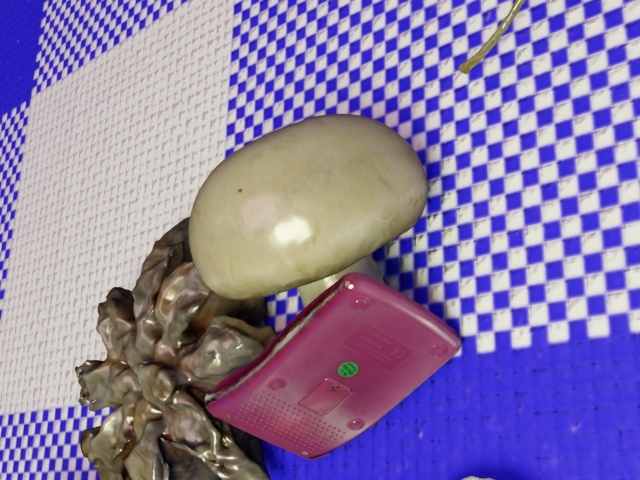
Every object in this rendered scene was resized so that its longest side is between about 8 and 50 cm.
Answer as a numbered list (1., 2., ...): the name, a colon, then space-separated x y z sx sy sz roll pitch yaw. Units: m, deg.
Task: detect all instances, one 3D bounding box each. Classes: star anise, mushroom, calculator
1. star anise: -0.142 0.128 0.849 0.331 0.117 0.332 -12 71 38
2. mushroom: 0.000 0.000 0.720 0.204 0.204 0.204 -17 65 41
3. calculator: 0.009 0.109 0.692 0.190 0.126 0.034 -43 29 28

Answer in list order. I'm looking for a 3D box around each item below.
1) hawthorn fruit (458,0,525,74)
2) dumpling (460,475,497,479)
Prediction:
1. hawthorn fruit: 0.178 -0.253 0.641 0.165 0.165 0.286 33 110 46
2. dumpling: 0.054 0.301 0.587 0.227 0.243 0.175 -11 108 62
